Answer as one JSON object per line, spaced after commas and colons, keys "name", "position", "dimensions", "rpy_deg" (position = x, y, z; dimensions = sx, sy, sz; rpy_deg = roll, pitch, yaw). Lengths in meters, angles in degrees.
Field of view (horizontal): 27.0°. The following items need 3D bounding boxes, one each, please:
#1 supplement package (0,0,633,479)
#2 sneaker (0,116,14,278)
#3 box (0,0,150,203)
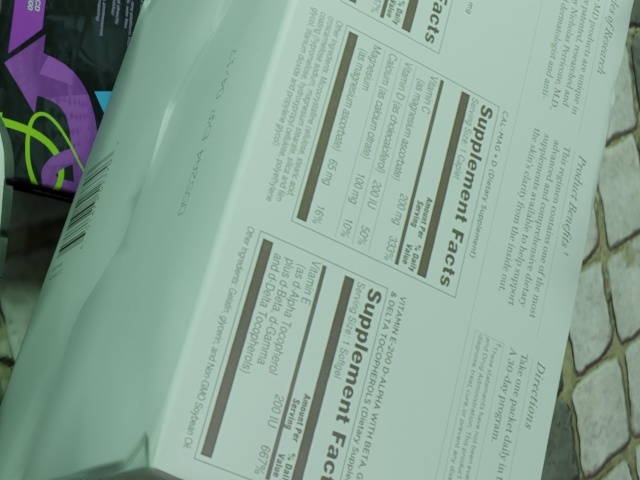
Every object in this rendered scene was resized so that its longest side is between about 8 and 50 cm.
{"name": "supplement package", "position": [-0.009, 0.001, 0.544], "dimensions": [0.145, 0.204, 0.261], "rpy_deg": [26, 66, -22]}
{"name": "sneaker", "position": [-0.199, 0.074, 0.501], "dimensions": [0.124, 0.107, 0.283], "rpy_deg": [10, 74, -43]}
{"name": "box", "position": [-0.106, -0.074, 0.644], "dimensions": [0.162, 0.029, 0.116], "rpy_deg": [15, 79, -56]}
